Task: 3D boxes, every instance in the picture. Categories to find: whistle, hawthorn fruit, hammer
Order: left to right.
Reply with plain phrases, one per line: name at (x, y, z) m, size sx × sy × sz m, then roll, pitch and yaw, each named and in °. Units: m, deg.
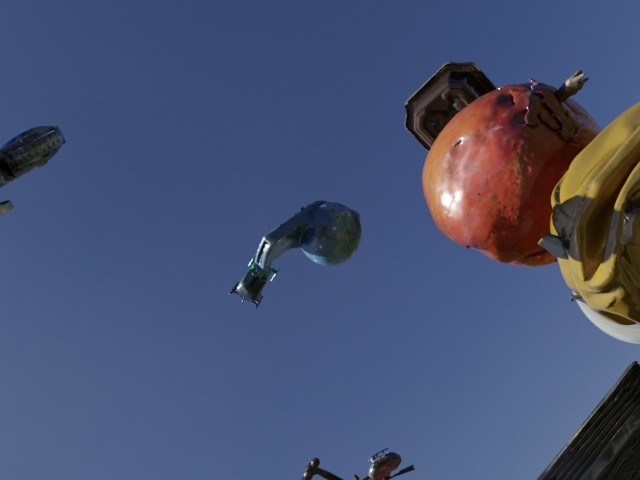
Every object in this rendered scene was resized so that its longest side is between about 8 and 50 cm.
whistle at (0.000, 0.000, 1.030) m, size 0.158 × 0.090 × 0.090 m, roll -38°, pitch -38°, yaw -40°
hammer at (0.049, 0.487, 1.614) m, size 0.065 × 0.178 × 0.021 m, roll -60°, pitch 8°, yaw 26°
hawthorn fruit at (0.304, -0.122, 1.204) m, size 0.276 × 0.276 × 0.307 m, roll -16°, pitch -42°, yaw -43°

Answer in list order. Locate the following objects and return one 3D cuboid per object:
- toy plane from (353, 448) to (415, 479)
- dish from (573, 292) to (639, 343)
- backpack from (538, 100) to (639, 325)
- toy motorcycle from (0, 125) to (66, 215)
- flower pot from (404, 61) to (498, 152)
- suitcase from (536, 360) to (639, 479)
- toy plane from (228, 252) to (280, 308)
toy plane at (0.114, 0.468, 1.640) m, size 0.145 × 0.037 × 0.060 m, roll -29°, pitch -76°, yaw -3°
dish at (0.550, 0.034, 1.412) m, size 0.134 × 0.273 × 0.273 m, roll 26°, pitch -83°, yaw -49°
backpack at (0.471, -0.057, 1.078) m, size 0.378 × 0.201 × 0.353 m, roll -41°, pitch -42°, yaw -6°
toy motorcycle at (-0.424, -0.071, 0.987) m, size 0.254 × 0.136 × 0.092 m, roll -32°, pitch -71°, yaw -17°
flower pot at (0.273, -0.194, 1.494) m, size 0.179 × 0.251 × 0.084 m, roll -42°, pitch 5°, yaw 25°
suitcase at (0.411, 0.365, 1.141) m, size 0.335 × 0.152 × 0.229 m, roll -41°, pitch -37°, yaw -22°
toy plane at (-0.119, 0.065, 1.568) m, size 0.096 × 0.060 × 0.235 m, roll -62°, pitch 0°, yaw 13°
